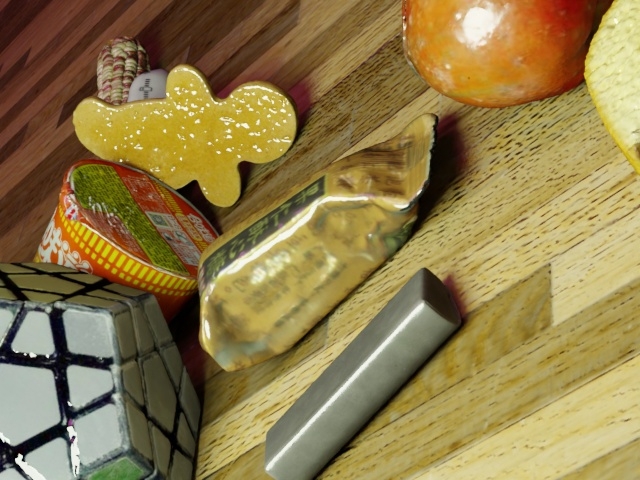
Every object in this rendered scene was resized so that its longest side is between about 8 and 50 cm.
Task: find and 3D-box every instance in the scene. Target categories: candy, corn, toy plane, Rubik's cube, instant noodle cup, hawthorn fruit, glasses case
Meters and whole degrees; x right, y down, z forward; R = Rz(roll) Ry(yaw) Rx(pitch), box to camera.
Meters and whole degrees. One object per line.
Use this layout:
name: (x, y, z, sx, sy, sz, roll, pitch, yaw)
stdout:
candy: (0.000, 0.000, 1.233, 0.271, 0.101, 0.143, -40, 23, 18)
corn: (-0.262, -0.188, 1.933, 0.079, 0.079, 0.237, -43, 29, 25)
toy plane: (-0.191, -0.117, 1.700, 0.251, 0.101, 0.255, -40, 25, 29)
Rubik's cube: (-0.259, 0.164, 1.281, 0.319, 0.264, 0.319, -39, 31, 29)
instant noodle cup: (-0.229, 0.055, 1.485, 0.212, 0.193, 0.193, -54, 24, 21)
hawthorn fruit: (0.147, -0.184, 1.114, 0.173, 0.173, 0.173, -41, 29, 28)
glasses case: (0.028, 0.107, 1.112, 0.190, 0.042, 0.072, -48, 19, 15)

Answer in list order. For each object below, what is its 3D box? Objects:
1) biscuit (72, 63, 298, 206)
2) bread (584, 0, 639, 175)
biscuit: (-0.134, -0.108, 1.529, 0.240, 0.158, 0.035, -11, 21, 16)
bread: (0.242, -0.107, 0.901, 0.134, 0.129, 0.260, -19, 41, 62)
